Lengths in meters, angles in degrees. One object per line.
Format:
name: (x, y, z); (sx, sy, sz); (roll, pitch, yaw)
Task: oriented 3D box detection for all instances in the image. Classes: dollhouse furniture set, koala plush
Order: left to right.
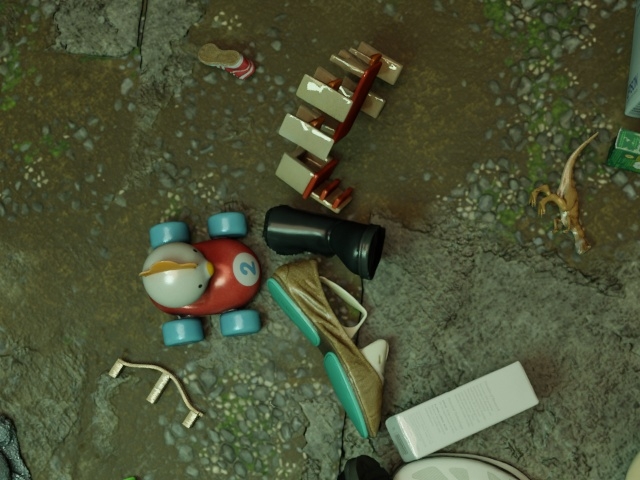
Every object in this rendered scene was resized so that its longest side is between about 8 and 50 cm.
koala plush: (-0.622, 0.429, 1.784); (0.196, 0.221, 0.203); (-30, 80, 2)
dollhouse furniture set: (0.039, -0.193, 1.788); (0.135, 0.262, 0.259); (32, 121, 9)

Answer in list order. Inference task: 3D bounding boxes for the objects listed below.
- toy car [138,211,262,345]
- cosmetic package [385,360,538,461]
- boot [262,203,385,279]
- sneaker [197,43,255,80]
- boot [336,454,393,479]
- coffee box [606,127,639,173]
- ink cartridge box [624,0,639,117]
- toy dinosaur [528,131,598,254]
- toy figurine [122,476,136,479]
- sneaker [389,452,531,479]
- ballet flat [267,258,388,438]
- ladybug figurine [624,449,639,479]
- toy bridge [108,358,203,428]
toy car: (-0.219, 0.059, 1.776); (0.210, 0.238, 0.219); (-9, 81, 6)
cosmetic package: (0.234, 0.287, 1.724); (0.231, 0.117, 0.086); (-23, 79, -12)
boot: (0.000, 0.000, 1.758); (0.207, 0.246, 0.094); (9, 96, 6)
sneaker: (-0.174, -0.333, 1.931); (0.118, 0.067, 0.042); (22, 87, 40)
boot: (0.032, 0.544, 1.683); (0.260, 0.131, 0.348); (-22, 90, 20)
coffee box: (0.591, -0.138, 1.765); (0.184, 0.113, 0.041); (16, 81, 11)
ink cartridge box: (0.575, -0.398, 1.694); (0.071, 0.324, 0.330); (6, 83, 6)
toy dinosaur: (0.429, -0.080, 1.812); (0.112, 0.064, 0.212); (-4, 91, -11)
toy figurine: (-0.372, 0.527, 1.812); (0.173, 0.130, 0.159); (-25, 93, -21)
sneaker: (0.317, 0.458, 1.641); (0.447, 0.257, 0.169); (18, 85, 10)
ballet flat: (0.040, 0.174, 1.806); (0.124, 0.116, 0.342); (-29, 75, -17)
ladybug figurine: (0.696, 0.453, 1.638); (0.449, 0.162, 0.305); (23, 83, 8)
toy bridge: (-0.289, 0.266, 1.864); (0.188, 0.026, 0.063); (31, 86, 10)
